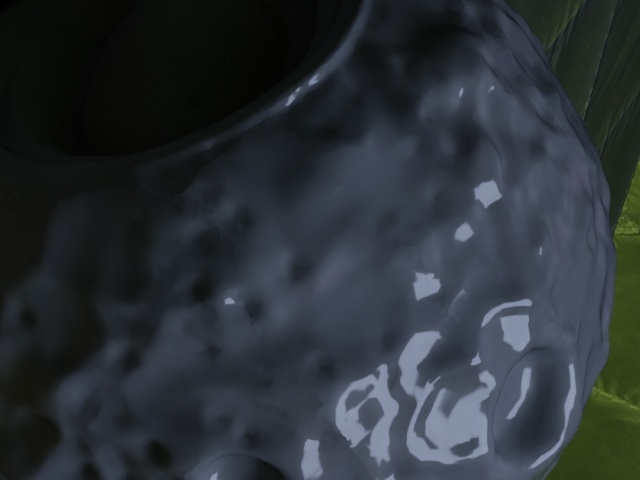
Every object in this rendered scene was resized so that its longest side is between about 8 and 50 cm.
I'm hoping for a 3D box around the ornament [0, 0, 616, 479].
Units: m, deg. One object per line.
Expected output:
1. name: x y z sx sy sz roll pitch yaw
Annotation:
1. ornament: -0.027 0.020 0.765 0.337 0.337 0.337 -55 162 -28
